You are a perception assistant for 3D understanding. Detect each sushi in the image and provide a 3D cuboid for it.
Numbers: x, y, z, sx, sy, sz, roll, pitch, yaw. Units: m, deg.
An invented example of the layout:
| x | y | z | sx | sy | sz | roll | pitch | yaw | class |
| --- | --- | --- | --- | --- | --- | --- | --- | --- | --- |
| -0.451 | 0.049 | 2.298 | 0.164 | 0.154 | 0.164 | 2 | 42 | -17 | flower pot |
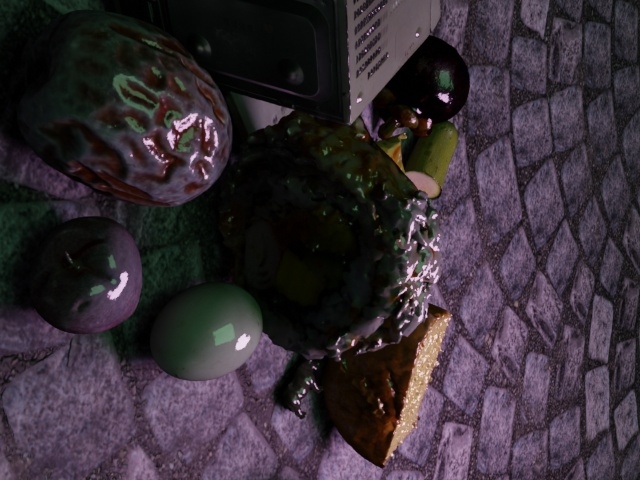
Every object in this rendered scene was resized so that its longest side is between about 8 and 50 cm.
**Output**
| x | y | z | sx | sy | sz | roll | pitch | yaw | class |
| --- | --- | --- | --- | --- | --- | --- | --- | --- | --- |
| 0.002 | 0.004 | 1.609 | 0.176 | 0.417 | 0.418 | -26 | 112 | -51 | sushi |

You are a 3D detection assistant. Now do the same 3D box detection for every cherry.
| x | y | z | sx | sy | sz | roll | pitch | yaw | class |
| --- | --- | --- | --- | --- | --- | --- | --- | --- | --- |
| -0.324 | 0.048 | 1.407 | 0.176 | 0.140 | 0.176 | 16 | 90 | -73 | cherry |

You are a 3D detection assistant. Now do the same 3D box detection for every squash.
| x | y | z | sx | sy | sz | roll | pitch | yaw | class |
| --- | --- | --- | --- | --- | --- | --- | --- | --- | --- |
| 0.238 | -0.185 | 2.150 | 0.095 | 0.095 | 0.188 | 53 | 48 | -39 | squash |

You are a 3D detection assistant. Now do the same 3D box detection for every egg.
| x | y | z | sx | sy | sz | roll | pitch | yaw | class |
| --- | --- | --- | --- | --- | --- | --- | --- | --- | --- |
| -0.179 | 0.143 | 1.581 | 0.192 | 0.149 | 0.149 | -22 | 110 | -37 | egg |

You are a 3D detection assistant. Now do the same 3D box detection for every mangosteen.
| x | y | z | sx | sy | sz | roll | pitch | yaw | class |
| --- | --- | --- | --- | --- | --- | --- | --- | --- | --- |
| 0.190 | -0.301 | 2.020 | 0.230 | 0.194 | 0.194 | -50 | 134 | -4 | mangosteen |

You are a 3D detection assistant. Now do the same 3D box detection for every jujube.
| x | y | z | sx | sy | sz | roll | pitch | yaw | class |
| --- | --- | --- | --- | --- | --- | --- | --- | --- | --- |
| -0.262 | -0.167 | 1.385 | 0.308 | 0.246 | 0.215 | 23 | 38 | -37 | jujube |

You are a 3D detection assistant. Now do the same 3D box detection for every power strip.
| x | y | z | sx | sy | sz | roll | pitch | yaw | class |
| --- | --- | --- | --- | --- | --- | --- | --- | --- | --- |
| -0.107 | -0.250 | 1.721 | 0.198 | 0.064 | 0.213 | -60 | 148 | -33 | power strip |

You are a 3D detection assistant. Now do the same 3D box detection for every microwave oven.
| x | y | z | sx | sy | sz | roll | pitch | yaw | class |
| --- | --- | --- | --- | --- | --- | --- | --- | --- | --- |
| -0.059 | -0.371 | 1.483 | 0.333 | 0.394 | 0.247 | -52 | 150 | -35 | microwave oven |

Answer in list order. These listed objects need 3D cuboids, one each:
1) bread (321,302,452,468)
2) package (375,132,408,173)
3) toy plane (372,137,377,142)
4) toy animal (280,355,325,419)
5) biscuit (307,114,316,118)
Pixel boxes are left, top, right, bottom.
| x | y | z | sx | sy | sz | roll | pitch | yaw | class |
| --- | --- | --- | --- | --- | --- | --- | --- | --- | --- |
| 0.114 | 0.245 | 1.923 | 0.194 | 0.179 | 0.340 | -31 | 140 | -56 | bread |
| 0.078 | -0.121 | 1.918 | 0.226 | 0.090 | 0.168 | -12 | 103 | -26 | package |
| 0.085 | -0.161 | 1.998 | 0.049 | 0.031 | 0.121 | 45 | 55 | -53 | toy plane |
| -0.028 | 0.259 | 1.864 | 0.065 | 0.047 | 0.136 | 51 | 59 | -30 | toy animal |
| 0.023 | -0.349 | 1.895 | 0.147 | 0.046 | 0.250 | -17 | 105 | -50 | biscuit |
